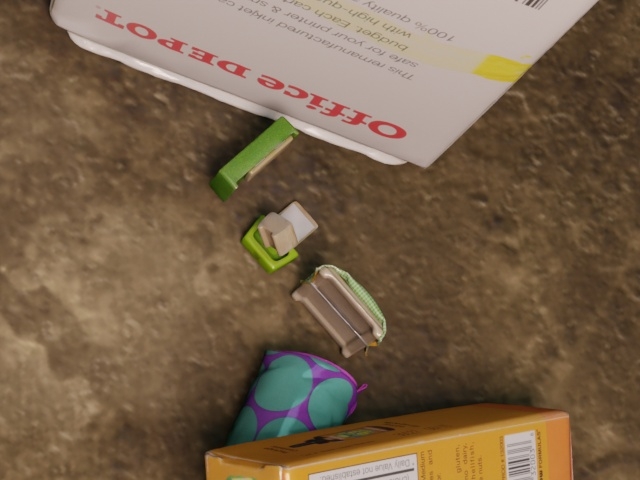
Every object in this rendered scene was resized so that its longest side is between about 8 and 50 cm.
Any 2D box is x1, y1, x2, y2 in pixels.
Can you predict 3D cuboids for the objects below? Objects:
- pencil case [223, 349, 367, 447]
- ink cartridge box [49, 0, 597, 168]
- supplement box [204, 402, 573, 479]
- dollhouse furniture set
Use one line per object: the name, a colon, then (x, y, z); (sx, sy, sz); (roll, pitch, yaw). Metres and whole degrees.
pencil case: (-0.028, 0.143, 0.972); (0.070, 0.064, 0.151); (25, 69, -9)
ink cartridge box: (0.018, -0.216, 0.914); (0.279, 0.384, 0.160); (21, 67, -11)
supplement box: (0.046, 0.147, 0.940); (0.233, 0.078, 0.080); (-2, 90, -39)
dollhouse furniture set: (0.000, 0.000, 1.013); (0.058, 0.076, 0.151); (-41, 89, -22)
